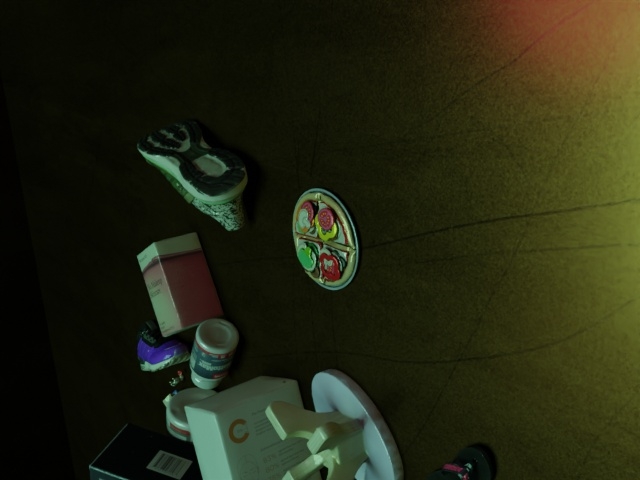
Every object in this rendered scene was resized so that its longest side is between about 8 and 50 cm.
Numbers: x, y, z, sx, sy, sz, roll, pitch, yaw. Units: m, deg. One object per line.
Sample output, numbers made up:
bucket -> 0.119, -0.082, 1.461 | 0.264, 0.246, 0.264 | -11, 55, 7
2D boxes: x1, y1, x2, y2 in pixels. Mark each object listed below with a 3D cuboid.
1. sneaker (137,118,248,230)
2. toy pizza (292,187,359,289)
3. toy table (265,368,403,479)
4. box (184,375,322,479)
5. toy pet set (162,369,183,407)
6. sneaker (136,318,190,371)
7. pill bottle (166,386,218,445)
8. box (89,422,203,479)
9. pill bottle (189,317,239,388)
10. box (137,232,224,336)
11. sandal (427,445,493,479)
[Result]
sneaker -> -0.299, -0.144, 1.557 | 0.410, 0.158, 0.182 | 41, 150, 44
toy pizza -> 0.000, 0.000, 1.285 | 0.201, 0.032, 0.201 | 24, 121, 47
toy table -> 0.019, 0.398, 1.301 | 0.274, 0.161, 0.252 | 44, 135, 34
box -> -0.140, 0.507, 1.504 | 0.168, 0.215, 0.345 | -10, 94, 55
toy pet set -> -0.407, 0.469, 2.001 | 0.114, 0.065, 0.122 | -46, 64, 11
sneaker -> -0.489, 0.307, 1.994 | 0.293, 0.102, 0.146 | -18, 87, 54
pill bottle -> -0.343, 0.564, 1.844 | 0.161, 0.161, 0.283 | 34, 128, 42
box -> -0.397, 0.690, 1.724 | 0.343, 0.179, 0.312 | 15, 116, 13
pill bottle -> -0.275, 0.294, 1.699 | 0.108, 0.108, 0.180 | 49, 138, 31
box -> -0.367, 0.116, 1.739 | 0.148, 0.127, 0.232 | -28, 80, 54
sandal -> 0.228, 0.400, 1.120 | 0.067, 0.040, 0.179 | 58, 141, 21
